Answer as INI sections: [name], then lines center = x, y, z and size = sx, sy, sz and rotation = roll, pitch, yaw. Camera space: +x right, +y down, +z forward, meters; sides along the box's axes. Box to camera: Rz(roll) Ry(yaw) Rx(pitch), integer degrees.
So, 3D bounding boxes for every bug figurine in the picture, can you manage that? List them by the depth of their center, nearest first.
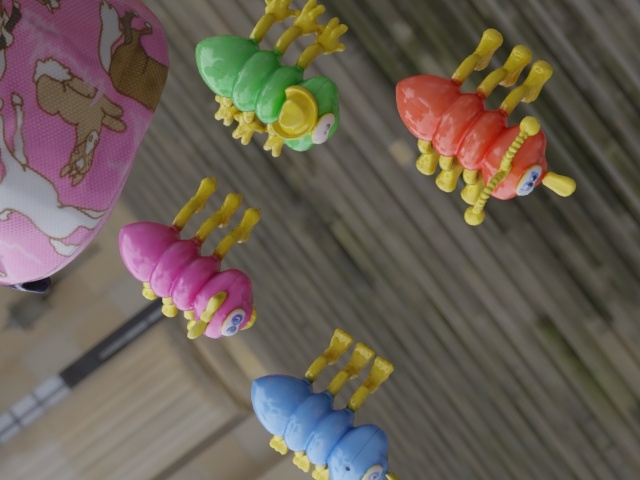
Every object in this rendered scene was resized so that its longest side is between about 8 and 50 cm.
[bug figurine]
center = 0.000, 0.000, 0.969
size = 0.216, 0.279, 0.072
rotation = 31, -159, 16

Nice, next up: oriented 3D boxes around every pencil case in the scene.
[pencil case]
center = -0.256, -0.113, 0.781
size = 0.386, 0.167, 0.160
rotation = 27, -163, -34
